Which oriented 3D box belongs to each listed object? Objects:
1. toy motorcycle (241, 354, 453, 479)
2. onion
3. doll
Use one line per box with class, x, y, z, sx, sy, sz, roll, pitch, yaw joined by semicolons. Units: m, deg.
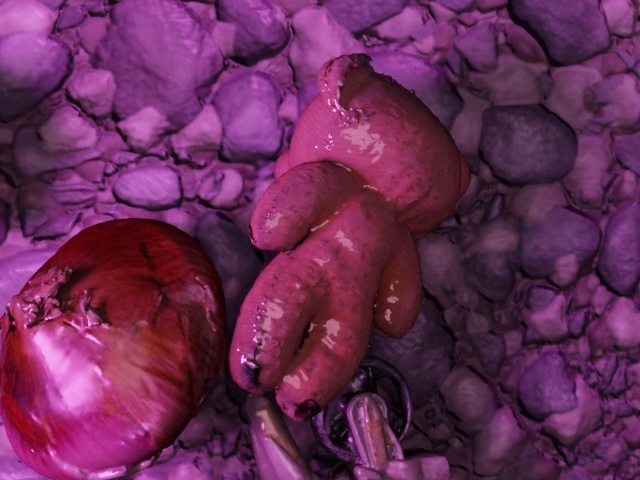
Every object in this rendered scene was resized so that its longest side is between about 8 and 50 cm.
toy motorcycle;0.026;0.277;1.236;0.223;0.108;0.341;-20;97;-17
onion;-0.191;0.082;1.161;0.163;0.230;0.230;25;85;-46
doll;0.000;0.000;1.219;0.201;0.156;0.303;42;69;-37
